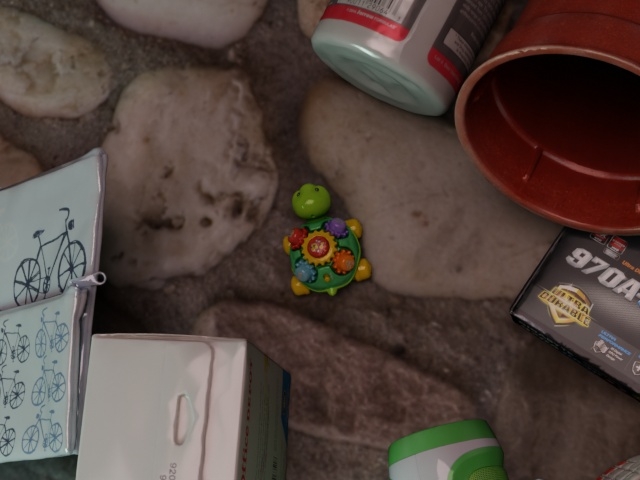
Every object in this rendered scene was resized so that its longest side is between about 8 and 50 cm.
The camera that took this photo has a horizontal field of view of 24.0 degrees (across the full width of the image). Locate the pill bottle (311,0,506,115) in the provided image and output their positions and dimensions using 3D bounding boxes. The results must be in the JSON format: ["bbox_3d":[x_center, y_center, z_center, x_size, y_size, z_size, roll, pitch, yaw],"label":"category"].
[{"bbox_3d":[0.135,-0.316,1.698,0.176,0.176,0.319,26,82,17],"label":"pill bottle"}]

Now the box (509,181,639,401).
[{"bbox_3d":[0.341,0.068,1.619,0.220,0.051,0.175,33,84,18],"label":"box"}]

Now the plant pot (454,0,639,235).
[{"bbox_3d":[0.312,-0.192,1.574,0.272,0.272,0.265,17,56,16],"label":"plant pot"}]

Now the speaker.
[{"bbox_3d":[0.159,0.340,1.543,0.131,0.131,0.297,-17,73,7],"label":"speaker"}]

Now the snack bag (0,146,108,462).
[{"bbox_3d":[-0.335,0.078,1.669,0.323,0.037,0.343,-14,68,51],"label":"snack bag"}]

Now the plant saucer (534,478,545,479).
[{"bbox_3d":[0.309,0.310,1.582,0.192,0.018,0.067,16,79,15],"label":"plant saucer"}]

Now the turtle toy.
[{"bbox_3d":[0.000,0.000,1.702,0.095,0.066,0.130,-15,73,8],"label":"turtle toy"}]

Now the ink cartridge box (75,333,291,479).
[{"bbox_3d":[-0.137,0.202,1.589,0.168,0.233,0.171,1,75,10],"label":"ink cartridge box"}]

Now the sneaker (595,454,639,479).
[{"bbox_3d":[0.302,0.288,1.560,0.158,0.061,0.065,-43,98,0],"label":"sneaker"}]
